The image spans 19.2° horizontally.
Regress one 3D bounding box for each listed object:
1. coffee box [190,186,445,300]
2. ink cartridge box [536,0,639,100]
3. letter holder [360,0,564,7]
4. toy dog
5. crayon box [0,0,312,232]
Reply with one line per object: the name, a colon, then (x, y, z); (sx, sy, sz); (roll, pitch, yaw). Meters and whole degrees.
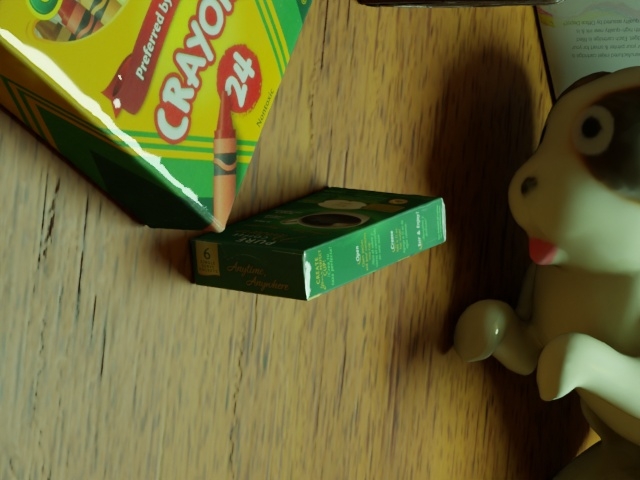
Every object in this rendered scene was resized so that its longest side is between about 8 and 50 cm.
coffee box: (0.000, 0.000, 1.451); (0.184, 0.113, 0.040); (-22, 113, -51)
ink cartridge box: (0.287, -0.224, 1.771); (0.093, 0.154, 0.212); (-38, 121, -46)
letter holder: (0.159, -0.343, 1.543); (0.152, 0.214, 0.302); (-8, 99, -52)
toy dog: (0.318, 0.044, 1.689); (0.395, 0.284, 0.408); (-29, 112, -8)
crayon box: (-0.145, -0.166, 1.269); (0.318, 0.081, 0.202); (41, 62, -46)
